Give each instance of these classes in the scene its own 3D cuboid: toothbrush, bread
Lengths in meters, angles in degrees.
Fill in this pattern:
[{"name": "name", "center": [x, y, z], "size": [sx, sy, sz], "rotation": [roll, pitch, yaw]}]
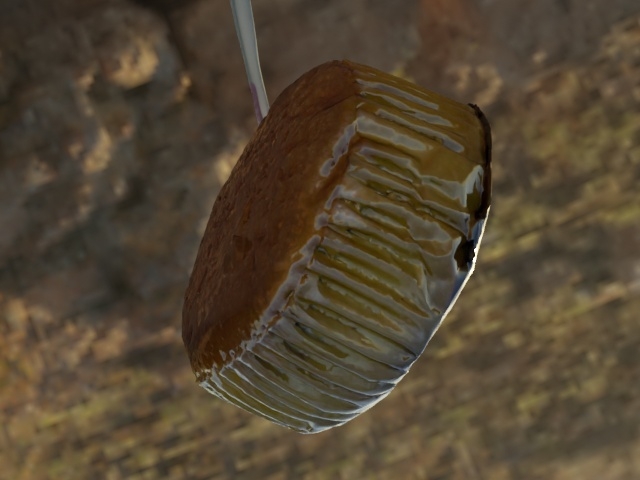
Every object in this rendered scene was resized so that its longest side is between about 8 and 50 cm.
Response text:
[{"name": "toothbrush", "center": [-0.030, -0.078, 1.184], "size": [0.022, 0.204, 0.017], "rotation": [-8, 162, -16]}, {"name": "bread", "center": [0.000, 0.001, 1.009], "size": [0.104, 0.199, 0.199], "rotation": [22, 147, -16]}]
